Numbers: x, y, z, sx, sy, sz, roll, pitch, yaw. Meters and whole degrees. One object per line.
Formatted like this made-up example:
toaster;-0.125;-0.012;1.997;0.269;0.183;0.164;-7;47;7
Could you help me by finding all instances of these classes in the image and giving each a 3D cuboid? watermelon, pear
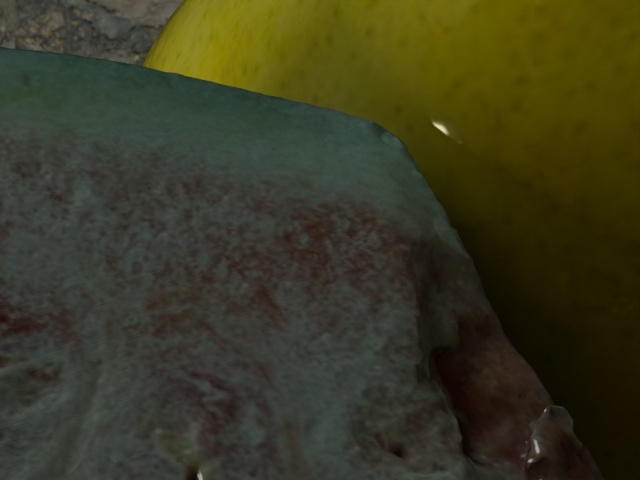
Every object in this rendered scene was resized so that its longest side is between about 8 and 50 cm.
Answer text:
watermelon;-0.044;0.094;0.445;0.193;0.310;0.231;-18;10;-28
pear;0.086;-0.045;0.601;0.336;0.285;0.285;15;36;20
